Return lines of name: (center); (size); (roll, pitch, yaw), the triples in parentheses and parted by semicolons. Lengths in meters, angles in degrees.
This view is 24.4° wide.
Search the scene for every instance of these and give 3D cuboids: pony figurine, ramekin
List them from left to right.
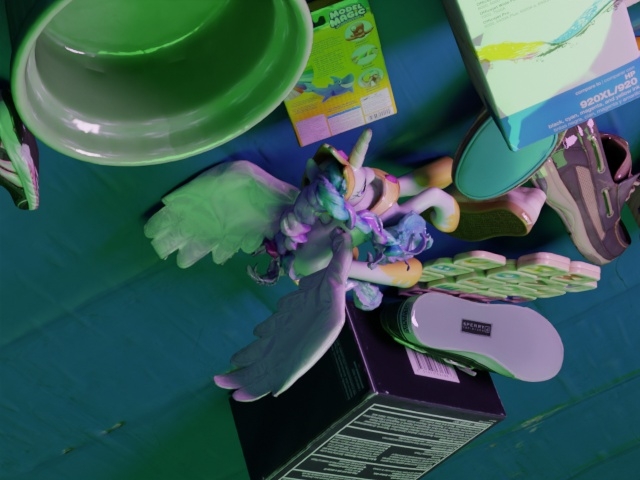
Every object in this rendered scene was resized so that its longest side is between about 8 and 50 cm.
ramekin: (-0.172, -0.226, 1.488); (0.303, 0.148, 0.303); (-14, 147, -9)
pony figurine: (0.000, 0.000, 1.846); (0.351, 0.303, 0.363); (-41, 158, 19)

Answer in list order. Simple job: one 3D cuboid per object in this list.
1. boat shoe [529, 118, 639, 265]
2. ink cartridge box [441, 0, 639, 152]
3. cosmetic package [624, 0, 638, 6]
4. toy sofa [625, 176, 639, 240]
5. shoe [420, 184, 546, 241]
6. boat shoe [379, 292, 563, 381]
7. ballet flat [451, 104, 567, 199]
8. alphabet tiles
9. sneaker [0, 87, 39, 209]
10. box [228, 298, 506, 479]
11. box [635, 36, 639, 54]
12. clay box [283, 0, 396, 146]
boat shoe: (0.376, -0.076, 2.026); (0.130, 0.132, 0.355); (-29, 148, 14)
ink cartridge box: (0.223, -0.256, 1.580); (0.168, 0.171, 0.232); (-23, 129, 4)
cosmetic package: (0.321, -0.319, 1.649); (0.041, 0.115, 0.060); (-26, 148, 7)
toy sofa: (0.576, -0.120, 2.026); (0.150, 0.177, 0.362); (-3, 145, -26)
shoe: (0.215, -0.042, 1.978); (0.076, 0.058, 0.219); (47, 156, -28)
boat shoe: (0.228, 0.148, 2.239); (0.306, 0.113, 0.105); (10, 171, -31)
ballet flat: (0.272, -0.180, 1.833); (0.107, 0.106, 0.316); (33, 123, -9)
alphabet tiles: (0.256, 0.060, 2.152); (0.278, 0.021, 0.284); (15, 160, -42)
sneaker: (-0.363, -0.103, 1.660); (0.077, 0.072, 0.178); (-6, 139, 1)
box: (0.068, 0.260, 2.305); (0.296, 0.182, 0.294); (16, 133, -41)
box: (0.409, -0.228, 1.913); (0.136, 0.028, 0.081); (-11, 147, -18)
clay box: (0.007, -0.207, 1.704); (0.127, 0.053, 0.222); (-20, 147, 0)
